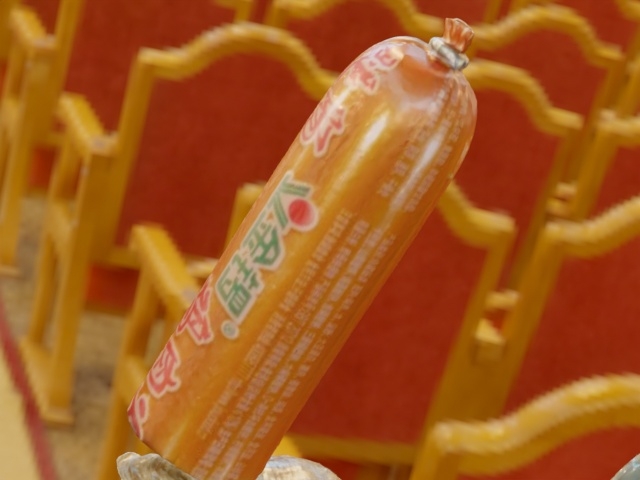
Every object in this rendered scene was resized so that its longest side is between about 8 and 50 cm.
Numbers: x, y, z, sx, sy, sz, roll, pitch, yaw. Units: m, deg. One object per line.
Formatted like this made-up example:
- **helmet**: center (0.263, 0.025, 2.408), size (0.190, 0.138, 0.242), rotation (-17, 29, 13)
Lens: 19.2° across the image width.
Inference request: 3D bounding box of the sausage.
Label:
- **sausage**: center (0.000, 0.000, 0.850), size (0.071, 0.234, 0.071), rotation (30, 14, -8)

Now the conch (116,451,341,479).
- **conch**: center (-0.059, 0.220, 1.350), size (0.207, 0.155, 0.130), rotation (23, -20, -5)

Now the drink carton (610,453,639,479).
- **drink carton**: center (0.250, 0.225, 1.114), size (0.189, 0.191, 0.185), rotation (46, 37, 22)
